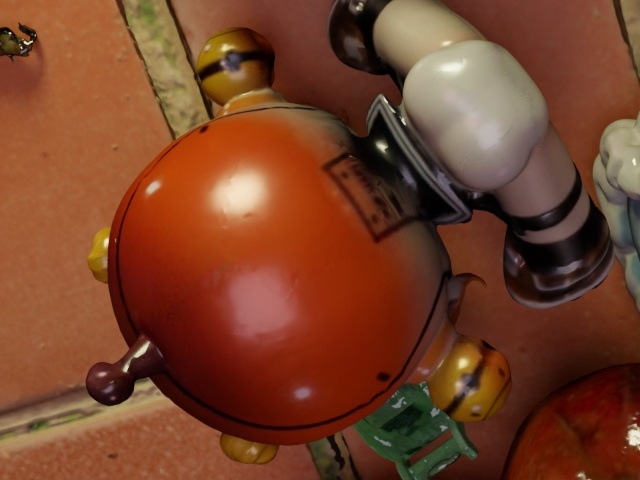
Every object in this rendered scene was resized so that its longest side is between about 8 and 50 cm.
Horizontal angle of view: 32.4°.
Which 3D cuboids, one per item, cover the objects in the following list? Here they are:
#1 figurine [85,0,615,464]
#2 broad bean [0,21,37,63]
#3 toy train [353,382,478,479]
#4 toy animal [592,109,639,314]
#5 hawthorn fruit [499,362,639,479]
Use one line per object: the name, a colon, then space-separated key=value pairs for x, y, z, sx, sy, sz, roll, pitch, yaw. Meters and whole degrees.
figurine: x=0.001 y=-0.001 z=0.718 sx=0.323 sy=0.196 sz=0.320 roll=-38 pitch=83 yaw=3
broad bean: x=-0.276 y=-0.271 z=0.764 sx=0.144 sy=0.049 sz=0.292 roll=3 pitch=112 yaw=1
toy train: x=0.050 y=0.106 z=0.828 sx=0.099 sy=0.081 sz=0.149 roll=-39 pitch=100 yaw=20
toy animal: x=0.294 y=-0.023 z=0.708 sx=0.208 sy=0.156 sz=0.204 roll=-14 pitch=110 yaw=9
hawthorn fruit: x=0.221 y=0.182 z=0.729 sx=0.224 sy=0.261 sz=0.224 roll=-4 pitch=71 yaw=13
